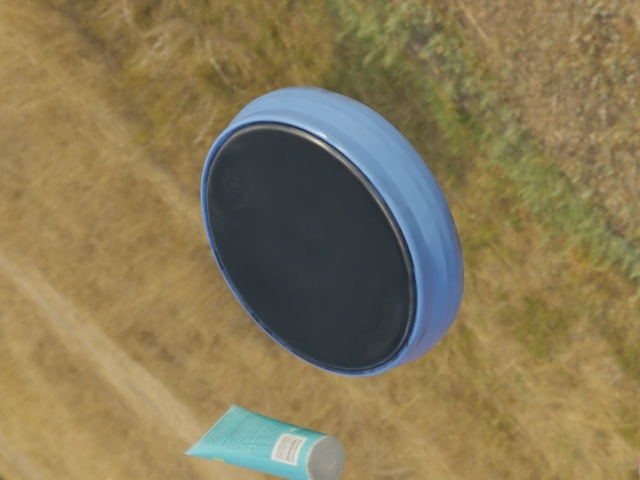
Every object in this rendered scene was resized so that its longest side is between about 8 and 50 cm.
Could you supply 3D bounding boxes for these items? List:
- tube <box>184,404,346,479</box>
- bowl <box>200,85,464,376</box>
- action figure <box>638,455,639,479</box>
[{"bbox_3d":[-0.061,0.216,1.158,0.207,0.080,0.052,4,125,50],"label":"tube"},{"bbox_3d":[0.000,0.000,1.384,0.391,0.077,0.391,25,132,32],"label":"bowl"},{"bbox_3d":[0.417,0.160,0.909,0.248,0.275,0.370,55,139,6],"label":"action figure"}]
